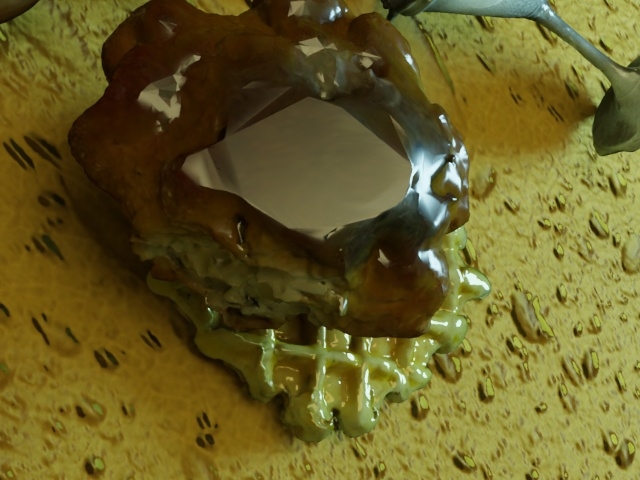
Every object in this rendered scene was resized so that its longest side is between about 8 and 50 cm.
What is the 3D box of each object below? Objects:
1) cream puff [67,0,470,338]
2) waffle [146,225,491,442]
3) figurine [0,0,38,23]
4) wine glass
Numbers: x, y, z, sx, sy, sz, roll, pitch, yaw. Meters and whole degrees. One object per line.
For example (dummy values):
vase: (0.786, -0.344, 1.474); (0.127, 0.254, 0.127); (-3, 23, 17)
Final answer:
cream puff: (-0.016, -0.048, 0.888); (0.241, 0.155, 0.269); (-33, 89, -26)
waffle: (0.001, -0.001, 1.006); (0.261, 0.056, 0.250); (49, 58, -5)
figurine: (-0.204, -0.266, 0.903); (0.342, 0.167, 0.285); (5, 63, 10)
wine glass: (0.182, -0.177, 1.113); (0.232, 0.156, 0.156); (35, 61, -19)
